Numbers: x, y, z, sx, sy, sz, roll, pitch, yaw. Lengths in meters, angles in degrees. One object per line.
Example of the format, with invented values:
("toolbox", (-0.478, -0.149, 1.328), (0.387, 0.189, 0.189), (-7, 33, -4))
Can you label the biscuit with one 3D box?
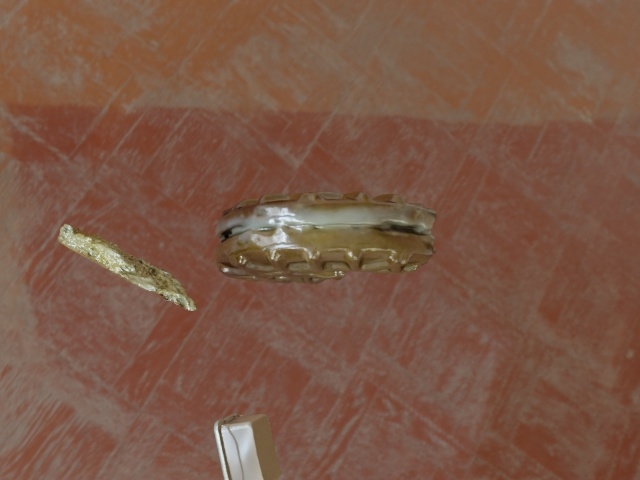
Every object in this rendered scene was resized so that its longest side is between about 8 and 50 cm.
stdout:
("biscuit", (-0.020, 0.000, 1.469), (0.268, 0.366, 0.115), (4, 81, -28))

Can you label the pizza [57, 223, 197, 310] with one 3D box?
("pizza", (-0.251, 0.033, 1.310), (0.181, 0.262, 0.034), (31, 84, -32))

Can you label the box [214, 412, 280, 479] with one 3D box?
("box", (-0.109, 0.324, 1.522), (0.089, 0.062, 0.122), (-4, 80, -72))
